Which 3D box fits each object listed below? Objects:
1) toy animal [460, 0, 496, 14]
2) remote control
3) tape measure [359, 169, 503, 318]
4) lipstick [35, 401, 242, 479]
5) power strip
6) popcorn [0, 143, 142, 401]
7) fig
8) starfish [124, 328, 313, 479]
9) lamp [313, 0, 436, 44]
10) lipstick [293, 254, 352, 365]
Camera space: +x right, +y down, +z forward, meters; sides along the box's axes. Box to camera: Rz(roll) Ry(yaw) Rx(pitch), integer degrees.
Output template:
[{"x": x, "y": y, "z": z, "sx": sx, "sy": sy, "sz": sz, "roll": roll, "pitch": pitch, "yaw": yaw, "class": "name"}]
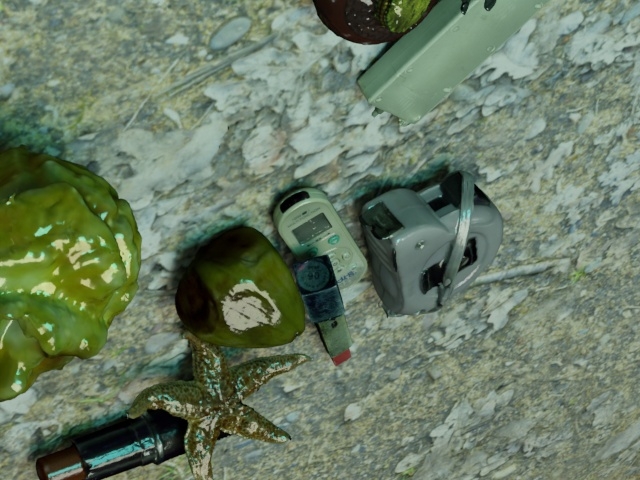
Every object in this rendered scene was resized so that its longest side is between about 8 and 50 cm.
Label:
[{"x": 0.163, "y": -0.369, "z": 1.639, "sx": 0.148, "sy": 0.085, "sz": 0.232, "roll": -48, "pitch": 128, "yaw": -48, "class": "toy animal"}, {"x": 0.000, "y": 0.000, "z": 1.993, "sx": 0.078, "sy": 0.042, "sz": 0.221, "roll": -30, "pitch": 143, "yaw": 3, "class": "remote control"}, {"x": 0.155, "y": 0.004, "z": 2.061, "sx": 0.197, "sy": 0.120, "sz": 0.236, "roll": -30, "pitch": 146, "yaw": -14, "class": "tape measure"}, {"x": -0.243, "y": 0.272, "z": 2.063, "sx": 0.300, "sy": 0.081, "sz": 0.081, "roll": -19, "pitch": 140, "yaw": -25, "class": "lipstick"}, {"x": 0.189, "y": -0.268, "z": 1.816, "sx": 0.367, "sy": 0.043, "sz": 0.106, "roll": -42, "pitch": 143, "yaw": 22, "class": "power strip"}, {"x": -0.318, "y": 0.029, "z": 1.600, "sx": 0.282, "sy": 0.282, "sz": 0.247, "roll": -33, "pitch": 112, "yaw": -5, "class": "popcorn"}, {"x": -0.093, "y": 0.067, "z": 1.911, "sx": 0.166, "sy": 0.154, "sz": 0.144, "roll": 31, "pitch": 156, "yaw": -16, "class": "fig"}, {"x": -0.136, "y": 0.223, "z": 2.034, "sx": 0.277, "sy": 0.062, "sz": 0.235, "roll": -16, "pitch": 104, "yaw": -30, "class": "starfish"}, {"x": 0.069, "y": -0.283, "z": 1.666, "sx": 0.156, "sy": 0.135, "sz": 0.157, "roll": -37, "pitch": 145, "yaw": 1, "class": "lamp"}, {"x": 0.011, "y": 0.103, "z": 2.066, "sx": 0.051, "sy": 0.051, "sz": 0.312, "roll": -19, "pitch": 156, "yaw": 0, "class": "lipstick"}]
